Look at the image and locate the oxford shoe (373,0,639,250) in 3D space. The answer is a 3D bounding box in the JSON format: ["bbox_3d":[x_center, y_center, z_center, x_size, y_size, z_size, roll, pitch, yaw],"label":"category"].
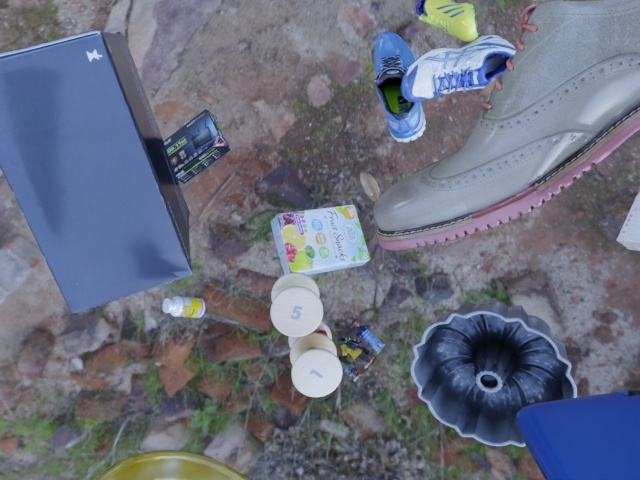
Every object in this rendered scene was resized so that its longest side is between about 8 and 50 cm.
[{"bbox_3d":[0.174,-0.114,0.437,0.348,0.123,0.130,-32,103,18],"label":"oxford shoe"}]

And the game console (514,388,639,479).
[{"bbox_3d":[0.338,0.244,0.428,0.293,0.250,0.173,-9,167,2],"label":"game console"}]

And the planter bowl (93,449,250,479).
[{"bbox_3d":[-0.134,0.309,0.509,0.217,0.217,0.090,26,107,-13],"label":"planter bowl"}]

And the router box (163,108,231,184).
[{"bbox_3d":[-0.242,-0.181,1.065,0.122,0.092,0.038,-34,150,9],"label":"router box"}]

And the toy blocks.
[{"bbox_3d":[-0.020,0.089,0.624,0.054,0.148,0.123,-17,102,-2],"label":"toy blocks"}]

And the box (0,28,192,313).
[{"bbox_3d":[-0.336,-0.124,0.842,0.179,0.312,0.343,-19,112,-8],"label":"box"}]

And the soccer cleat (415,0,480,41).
[{"bbox_3d":[0.323,-0.570,1.425,0.121,0.289,0.093,-15,127,3],"label":"soccer cleat"}]

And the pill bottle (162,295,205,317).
[{"bbox_3d":[-0.290,0.141,1.173,0.083,0.043,0.043,12,132,-45],"label":"pill bottle"}]

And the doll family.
[{"bbox_3d":[0.096,0.286,1.484,0.111,0.193,0.076,40,117,11],"label":"doll family"}]

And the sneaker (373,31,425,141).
[{"bbox_3d":[0.212,-0.441,1.503,0.130,0.330,0.147,-15,158,12],"label":"sneaker"}]

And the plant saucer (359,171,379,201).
[{"bbox_3d":[0.127,-0.137,1.390,0.015,0.083,0.083,-27,122,-11],"label":"plant saucer"}]

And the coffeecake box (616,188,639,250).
[{"bbox_3d":[0.994,-0.061,1.640,0.068,0.142,0.185,29,84,-22],"label":"coffeecake box"}]

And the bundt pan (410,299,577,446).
[{"bbox_3d":[0.366,0.264,1.175,0.331,0.124,0.330,11,118,21],"label":"bundt pan"}]

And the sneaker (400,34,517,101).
[{"bbox_3d":[0.345,-0.418,1.361,0.296,0.131,0.112,-25,127,1],"label":"sneaker"}]

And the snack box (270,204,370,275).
[{"bbox_3d":[0.000,0.000,0.894,0.141,0.100,0.037,-8,165,-25],"label":"snack box"}]
